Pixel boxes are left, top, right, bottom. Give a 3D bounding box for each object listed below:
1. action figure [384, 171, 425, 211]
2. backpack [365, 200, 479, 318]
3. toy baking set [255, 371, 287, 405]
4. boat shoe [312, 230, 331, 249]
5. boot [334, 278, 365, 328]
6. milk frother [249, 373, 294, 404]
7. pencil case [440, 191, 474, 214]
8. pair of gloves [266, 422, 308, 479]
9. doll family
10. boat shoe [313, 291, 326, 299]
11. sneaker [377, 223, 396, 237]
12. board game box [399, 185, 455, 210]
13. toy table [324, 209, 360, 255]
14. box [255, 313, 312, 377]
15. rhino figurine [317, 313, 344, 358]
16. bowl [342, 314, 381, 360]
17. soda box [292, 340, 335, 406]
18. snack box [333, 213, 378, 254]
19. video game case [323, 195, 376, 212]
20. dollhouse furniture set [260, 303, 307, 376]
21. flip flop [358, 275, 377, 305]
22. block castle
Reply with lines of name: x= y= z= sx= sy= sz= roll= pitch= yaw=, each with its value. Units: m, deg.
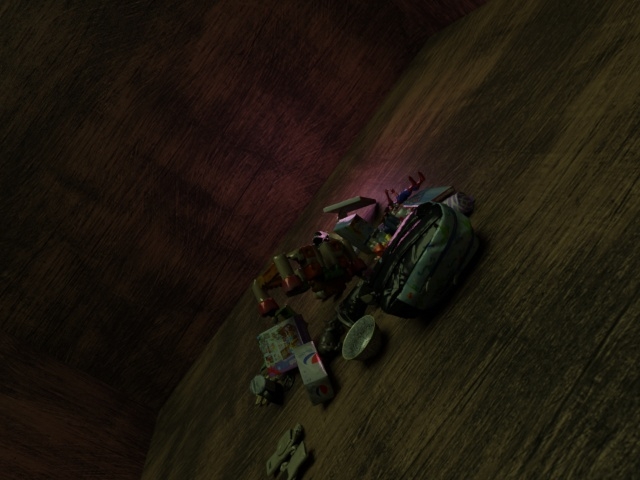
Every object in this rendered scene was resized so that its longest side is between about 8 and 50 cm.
action figure: x=0.350 y=-0.222 z=1.984 sx=0.091 sy=0.139 sz=0.280 roll=-25 pitch=-22 yaw=-27
backpack: x=0.327 y=0.049 z=1.416 sx=0.290 sy=0.273 sz=0.356 roll=-109 pitch=34 yaw=-74
toy baking set: x=-0.222 y=0.666 z=2.095 sx=0.256 sy=0.030 sz=0.196 roll=-60 pitch=19 yaw=-20
boat shoe: x=0.000 y=0.000 z=2.159 sx=0.084 sy=0.079 sz=0.233 roll=-55 pitch=21 yaw=11
boot: x=0.147 y=0.253 z=1.763 sx=0.179 sy=0.085 sz=0.236 roll=-52 pitch=15 yaw=2
milk frother: x=-0.203 y=0.621 z=1.923 sx=0.129 sy=0.135 sz=0.143 roll=15 pitch=70 yaw=41
pencil case: x=0.451 y=-0.096 z=1.610 sx=0.206 sy=0.088 sz=0.087 roll=-36 pitch=68 yaw=48
pair of gloves: x=-0.111 y=0.762 z=1.536 sx=0.204 sy=0.042 sz=0.240 roll=-59 pitch=14 yaw=-3
doll family: x=0.301 y=-0.027 z=1.753 sx=0.263 sy=0.163 sz=0.118 roll=-60 pitch=-19 yaw=19
boat shoe: x=0.016 y=0.165 z=2.269 sx=0.103 sy=0.113 sz=0.302 roll=-40 pitch=25 yaw=39
sneaker: x=0.352 y=-0.052 z=1.827 sx=0.232 sy=0.090 sz=0.081 roll=-19 pitch=30 yaw=28
board game box: x=0.423 y=-0.168 z=1.803 sx=0.145 sy=0.027 sz=0.281 roll=-33 pitch=9 yaw=-5
toy table: x=0.122 y=-0.017 z=2.264 sx=0.252 sy=0.160 sz=0.274 roll=-37 pitch=24 yaw=47
box: x=-0.155 y=0.469 z=1.967 sx=0.057 sy=0.201 sz=0.293 roll=-7 pitch=-20 yaw=-47
rhino figurine: x=0.042 y=0.382 z=1.824 sx=0.106 sy=0.073 sz=0.243 roll=-42 pitch=18 yaw=29
bowl: x=0.158 y=0.350 z=1.530 sx=0.170 sy=0.080 sz=0.170 roll=-49 pitch=17 yaw=20
soda box: x=-0.030 y=0.495 z=1.685 sx=0.091 sy=0.098 sz=0.286 roll=-21 pitch=15 yaw=-7
snack box: x=0.184 y=-0.024 z=2.001 sx=0.070 sy=0.207 sz=0.174 roll=-60 pitch=17 yaw=-19
video game case: x=0.159 y=-0.182 z=2.322 sx=0.203 sy=0.025 sz=0.285 roll=-18 pitch=-5 yaw=23
dollhouse furniture set: x=-0.228 y=0.492 z=2.178 sx=0.301 sy=0.151 sz=0.198 roll=-45 pitch=7 yaw=29
flip flop: x=0.254 y=0.131 z=1.695 sx=0.277 sy=0.112 sz=0.080 roll=-56 pitch=-11 yaw=4
block castle: x=-0.035 y=0.176 z=1.897 sx=0.453 sy=0.213 sz=0.303 roll=-11 pitch=-24 yaw=-42
